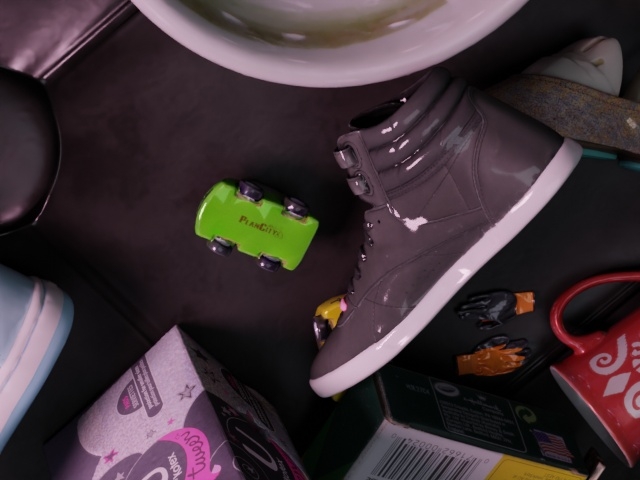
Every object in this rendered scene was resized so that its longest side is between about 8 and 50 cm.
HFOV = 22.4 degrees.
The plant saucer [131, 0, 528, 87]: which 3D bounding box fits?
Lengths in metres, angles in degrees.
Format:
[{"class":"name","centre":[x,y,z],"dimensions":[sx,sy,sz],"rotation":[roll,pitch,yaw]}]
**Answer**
[{"class":"plant saucer","centre":[0.012,-0.310,1.135],"dimensions":[0.400,0.100,0.400],"rotation":[-6,116,-13]}]

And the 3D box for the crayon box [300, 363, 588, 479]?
[{"class":"crayon box","centre":[0.058,0.260,1.403],"dimensions":[0.202,0.081,0.318],"rotation":[18,122,-25]}]

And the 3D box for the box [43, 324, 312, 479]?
[{"class":"box","centre":[-0.100,0.206,1.259],"dimensions":[0.163,0.247,0.142],"rotation":[-43,120,5]}]

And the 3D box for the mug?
[{"class":"mug","centre":[0.293,0.091,1.407],"dimensions":[0.169,0.113,0.150],"rotation":[-37,121,-1]}]

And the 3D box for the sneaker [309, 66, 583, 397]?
[{"class":"sneaker","centre":[0.052,-0.012,1.238],"dimensions":[0.147,0.104,0.296],"rotation":[41,118,-2]}]

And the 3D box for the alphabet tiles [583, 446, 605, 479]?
[{"class":"alphabet tiles","centre":[0.174,0.284,1.414],"dimensions":[0.009,0.198,0.237],"rotation":[35,93,5]}]

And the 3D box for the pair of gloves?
[{"class":"pair of gloves","centre":[0.152,0.082,1.414],"dimensions":[0.074,0.010,0.083],"rotation":[-7,115,-14]}]

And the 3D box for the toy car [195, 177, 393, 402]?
[{"class":"toy car","centre":[0.000,0.000,1.305],"dimensions":[0.225,0.053,0.239],"rotation":[21,106,-24]}]

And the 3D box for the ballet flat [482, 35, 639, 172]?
[{"class":"ballet flat","centre":[0.242,-0.107,1.315],"dimensions":[0.316,0.107,0.106],"rotation":[10,91,-27]}]

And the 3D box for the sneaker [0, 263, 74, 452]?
[{"class":"sneaker","centre":[-0.341,0.126,1.183],"dimensions":[0.208,0.127,0.319],"rotation":[36,67,-23]}]
